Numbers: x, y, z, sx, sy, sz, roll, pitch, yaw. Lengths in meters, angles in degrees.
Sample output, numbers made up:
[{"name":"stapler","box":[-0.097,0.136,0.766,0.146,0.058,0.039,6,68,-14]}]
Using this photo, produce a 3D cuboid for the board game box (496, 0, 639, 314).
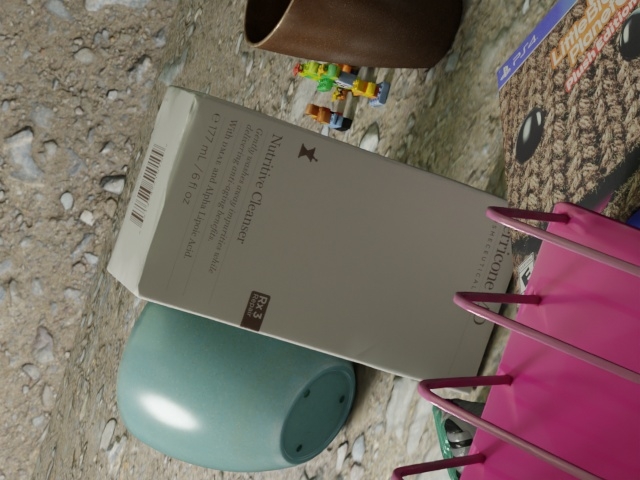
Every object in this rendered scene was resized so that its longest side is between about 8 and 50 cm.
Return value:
[{"name":"board game box","box":[0.277,-0.089,1.316,0.232,0.141,0.291,-50,29,44]}]

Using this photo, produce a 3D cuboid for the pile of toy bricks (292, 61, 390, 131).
[{"name":"pile of toy bricks","box":[0.015,-0.226,2.151,0.212,0.105,0.118,-6,67,68]}]

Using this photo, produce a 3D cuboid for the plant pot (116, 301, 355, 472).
[{"name":"plant pot","box":[-0.072,0.164,1.868,0.195,0.290,0.290,29,102,33]}]

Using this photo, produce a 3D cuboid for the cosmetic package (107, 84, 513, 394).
[{"name":"cosmetic package","box":[0.000,0.000,1.601,0.156,0.385,0.217,-153,79,-70]}]

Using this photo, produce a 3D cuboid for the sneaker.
[{"name":"sneaker","box":[0.166,0.189,1.490,0.223,0.098,0.083,-161,57,-88]}]

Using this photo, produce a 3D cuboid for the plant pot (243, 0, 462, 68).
[{"name":"plant pot","box":[0.053,-0.304,1.944,0.215,0.230,0.215,-51,29,42]}]

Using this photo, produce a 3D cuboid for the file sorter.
[{"name":"file sorter","box":[0.180,0.137,1.100,0.202,0.182,0.291,23,100,31]}]
